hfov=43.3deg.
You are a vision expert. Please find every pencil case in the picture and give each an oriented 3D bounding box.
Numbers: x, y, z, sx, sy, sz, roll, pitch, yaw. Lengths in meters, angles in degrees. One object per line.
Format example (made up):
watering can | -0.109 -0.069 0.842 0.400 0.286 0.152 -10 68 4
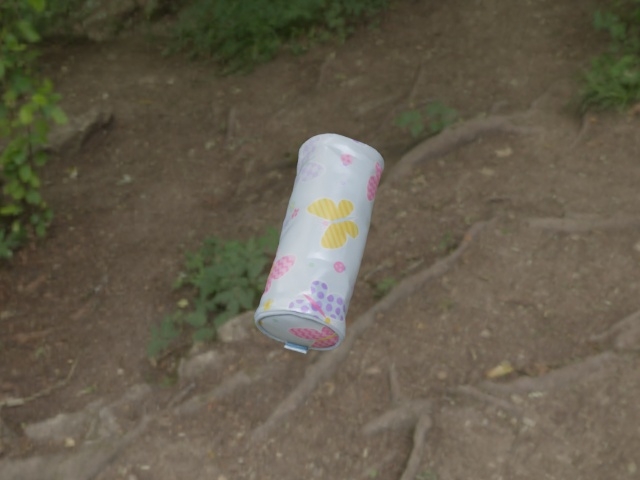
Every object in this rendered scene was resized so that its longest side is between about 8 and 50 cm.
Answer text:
pencil case | 0.000 0.000 1.013 0.114 0.124 0.273 19 62 -11
